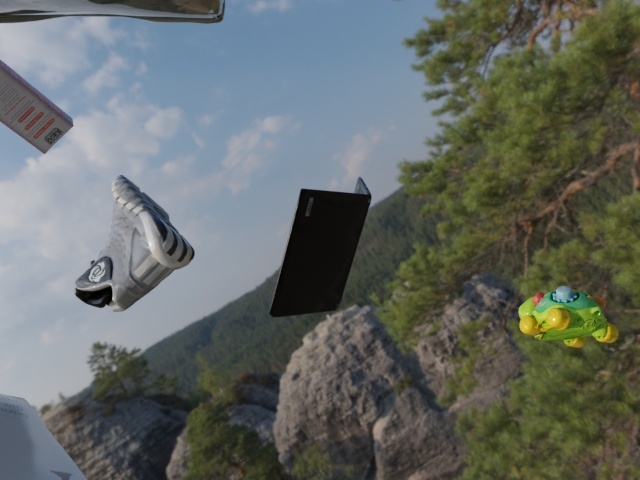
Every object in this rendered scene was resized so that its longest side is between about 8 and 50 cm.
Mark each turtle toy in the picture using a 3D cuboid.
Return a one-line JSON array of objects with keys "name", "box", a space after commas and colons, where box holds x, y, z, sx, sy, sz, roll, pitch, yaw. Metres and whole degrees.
[{"name": "turtle toy", "box": [0.307, 0.096, 0.659, 0.130, 0.095, 0.066, 138, 146, -64]}]

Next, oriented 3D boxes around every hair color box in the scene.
[{"name": "hair color box", "box": [-0.481, -0.215, 0.824, 0.072, 0.141, 0.043, -43, 39, 1]}]

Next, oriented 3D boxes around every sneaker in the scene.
[{"name": "sneaker", "box": [-0.240, 0.007, 0.601, 0.132, 0.086, 0.228, -47, 34, -5]}]

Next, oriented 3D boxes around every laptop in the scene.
[{"name": "laptop", "box": [0.000, 0.000, 0.967, 0.264, 0.136, 0.234, -96, 21, -72]}]

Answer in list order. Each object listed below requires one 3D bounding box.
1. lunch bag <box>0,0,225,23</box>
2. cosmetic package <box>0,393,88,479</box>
[{"name": "lunch bag", "box": [-0.191, -0.204, 0.228, 0.286, 0.169, 0.235, -6, 6, -9]}, {"name": "cosmetic package", "box": [-0.305, 0.255, 0.226, 0.217, 0.156, 0.385, 42, -109, -48]}]
